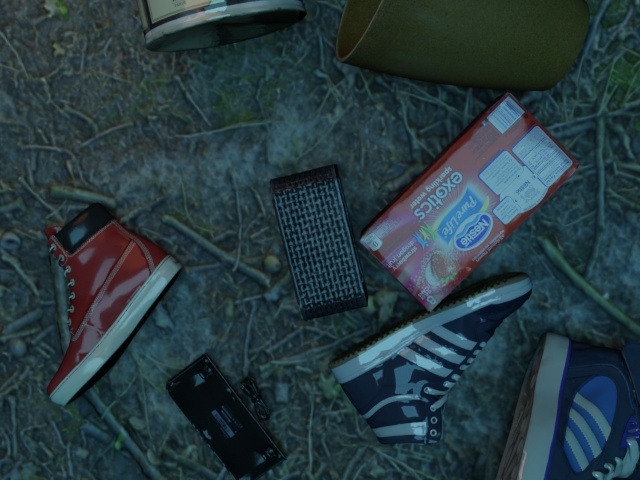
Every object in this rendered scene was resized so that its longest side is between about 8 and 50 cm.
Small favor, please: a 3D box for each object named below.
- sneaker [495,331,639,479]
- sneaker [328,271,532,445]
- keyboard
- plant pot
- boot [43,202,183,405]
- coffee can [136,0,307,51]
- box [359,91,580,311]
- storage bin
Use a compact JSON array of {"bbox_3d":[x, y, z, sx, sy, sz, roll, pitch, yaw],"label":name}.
[{"bbox_3d":[0.346,0.269,1.116,0.236,0.323,0.130,21,141,5],"label":"sneaker"},{"bbox_3d":[0.166,0.159,1.197,0.282,0.099,0.153,-29,88,12],"label":"sneaker"},{"bbox_3d":[-0.116,0.235,1.262,0.108,0.023,0.180,-37,93,12],"label":"keyboard"},{"bbox_3d":[0.180,-0.279,1.111,0.254,0.237,0.237,19,96,-12],"label":"plant pot"},{"bbox_3d":[-0.321,0.080,1.231,0.176,0.088,0.244,36,88,0],"label":"boot"},{"bbox_3d":[-0.142,-0.384,1.118,0.201,0.201,0.276,-12,95,4],"label":"coffee can"},{"bbox_3d":[0.179,-0.049,1.167,0.128,0.122,0.257,45,96,-1],"label":"box"},{"bbox_3d":[0.000,0.000,1.183,0.084,0.122,0.180,-13,94,4],"label":"storage bin"}]
